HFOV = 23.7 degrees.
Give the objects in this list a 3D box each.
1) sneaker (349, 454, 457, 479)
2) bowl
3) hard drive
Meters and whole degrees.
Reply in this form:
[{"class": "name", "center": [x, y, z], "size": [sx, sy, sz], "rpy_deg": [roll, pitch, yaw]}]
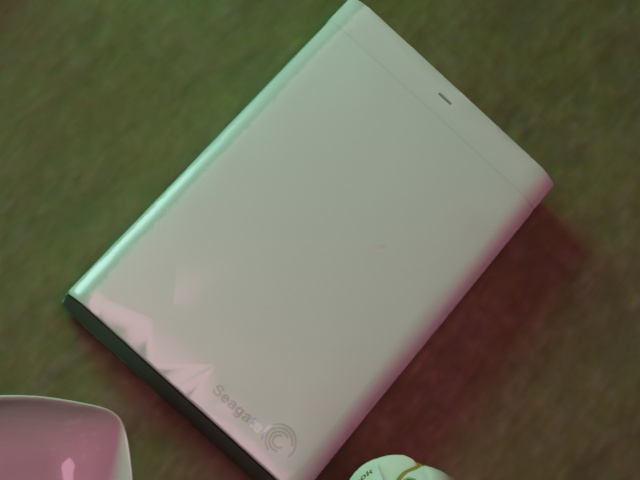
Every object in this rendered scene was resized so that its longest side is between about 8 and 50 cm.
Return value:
[{"class": "sneaker", "center": [0.047, 0.200, 0.910], "size": [0.123, 0.290, 0.106], "rpy_deg": [44, 99, 6]}, {"class": "bowl", "center": [-0.180, 0.169, 0.923], "size": [0.142, 0.053, 0.142], "rpy_deg": [13, 65, -49]}, {"class": "hard drive", "center": [0.000, 0.000, 1.061], "size": [0.203, 0.040, 0.307], "rpy_deg": [42, 66, -2]}]
